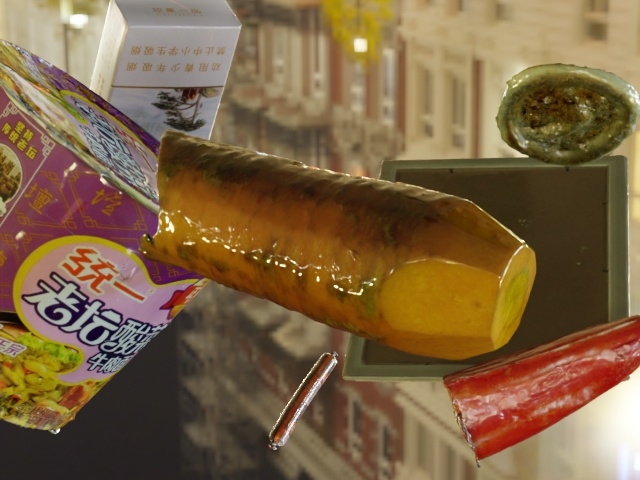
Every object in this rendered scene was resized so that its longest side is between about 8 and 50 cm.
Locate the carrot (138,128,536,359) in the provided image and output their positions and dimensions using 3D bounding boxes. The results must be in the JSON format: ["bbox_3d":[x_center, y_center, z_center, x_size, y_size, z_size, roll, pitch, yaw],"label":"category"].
[{"bbox_3d":[0.000,0.000,1.050,0.302,0.114,0.114,16,-159,27],"label":"carrot"}]

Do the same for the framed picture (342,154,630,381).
[{"bbox_3d":[0.150,0.022,1.296,0.232,0.019,0.296,0,-140,12],"label":"framed picture"}]

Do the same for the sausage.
[{"bbox_3d":[-0.023,0.212,2.010,0.025,0.028,0.198,-8,-149,35],"label":"sausage"}]

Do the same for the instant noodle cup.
[{"bbox_3d":[-0.271,0.002,1.442,0.340,0.266,0.340,39,-173,-6],"label":"instant noodle cup"}]

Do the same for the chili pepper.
[{"bbox_3d":[0.175,0.096,1.099,0.169,0.065,0.088,-25,151,2],"label":"chili pepper"}]

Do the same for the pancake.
[{"bbox_3d":[0.177,-0.089,1.080,0.108,0.108,0.017,3,-130,13],"label":"pancake"}]

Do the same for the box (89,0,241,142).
[{"bbox_3d":[-0.197,-0.178,1.805,0.149,0.233,0.067,-1,-138,-27],"label":"box"}]
